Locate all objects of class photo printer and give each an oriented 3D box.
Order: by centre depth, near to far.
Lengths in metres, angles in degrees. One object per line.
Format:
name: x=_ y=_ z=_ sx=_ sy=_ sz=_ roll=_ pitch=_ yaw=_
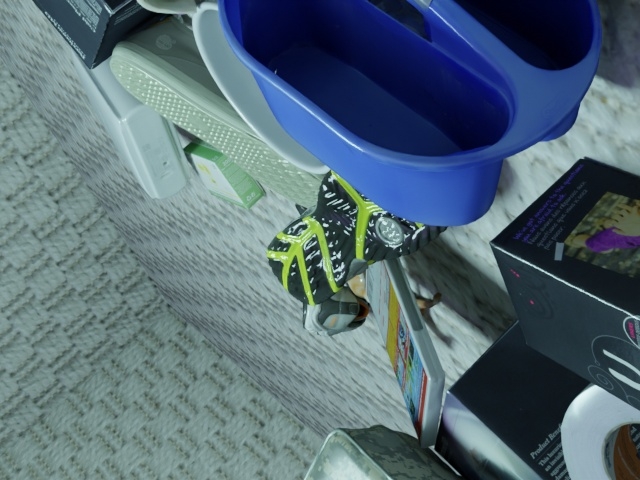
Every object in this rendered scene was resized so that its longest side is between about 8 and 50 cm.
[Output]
photo printer: x=-0.380 y=-0.261 z=1.963 sx=0.307 sy=0.107 sz=0.256 roll=53 pitch=166 yaw=34

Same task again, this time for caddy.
caddy: x=0.071 y=-0.175 z=0.849 sx=0.341 sy=0.241 sz=0.179 roll=40 pitch=166 yaw=26

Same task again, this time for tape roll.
tape roll: x=0.382 y=0.238 z=1.114 sx=0.219 sy=0.072 sz=0.219 roll=20 pitch=122 yaw=36

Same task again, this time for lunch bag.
lunch bag: x=0.147 y=0.415 z=1.416 sx=0.256 sy=0.212 sz=0.305 roll=6 pitch=-157 yaw=-45

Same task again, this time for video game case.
video game case: x=0.116 y=0.128 z=1.440 sx=0.204 sy=0.025 sz=0.285 roll=88 pitch=167 yaw=-53

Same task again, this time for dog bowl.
dog bowl: x=-0.038 y=-0.217 z=1.270 sx=0.265 sy=0.104 sz=0.265 roll=44 pitch=163 yaw=17

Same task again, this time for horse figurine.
horse figurine: x=0.101 y=0.075 z=1.654 sx=0.263 sy=0.066 sz=0.174 roll=41 pitch=156 yaw=17

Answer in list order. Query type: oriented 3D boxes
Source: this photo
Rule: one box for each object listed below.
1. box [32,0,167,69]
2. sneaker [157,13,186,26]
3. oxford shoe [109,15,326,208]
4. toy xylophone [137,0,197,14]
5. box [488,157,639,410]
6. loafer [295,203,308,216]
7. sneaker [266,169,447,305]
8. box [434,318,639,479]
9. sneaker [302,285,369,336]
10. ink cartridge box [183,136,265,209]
box: x=-0.350 y=-0.455 z=1.396 sx=0.343 sy=0.179 sz=0.312 roll=51 pitch=163 yaw=-9
sneaker: x=-0.260 y=-0.342 z=1.643 sx=0.191 sy=0.071 sz=0.083 roll=44 pitch=172 yaw=44
oxford shoe: x=-0.097 y=-0.183 z=1.491 sx=0.449 sy=0.130 sz=0.169 roll=35 pitch=159 yaw=-6
toy xylophone: x=-0.201 y=-0.421 z=1.127 sx=0.322 sy=0.081 sz=0.236 roll=109 pitch=141 yaw=-59
box: x=0.314 y=0.060 z=0.927 sx=0.270 sy=0.143 sz=0.165 roll=31 pitch=156 yaw=47
loafer: x=0.000 y=0.000 z=1.744 sx=0.170 sy=0.061 sz=0.062 roll=56 pitch=163 yaw=-23
sneaker: x=0.071 y=-0.048 z=1.273 sx=0.145 sy=0.147 sz=0.385 roll=53 pitch=142 yaw=-5
box: x=0.323 y=0.295 z=1.381 sx=0.294 sy=0.183 sz=0.296 roll=43 pitch=163 yaw=21
sneaker: x=0.041 y=0.128 z=1.805 sx=0.108 sy=0.100 sz=0.271 roll=3 pitch=178 yaw=11
ink cartridge box: x=-0.218 y=-0.176 z=1.923 sx=0.171 sy=0.056 sz=0.235 roll=24 pitch=153 yaw=57
